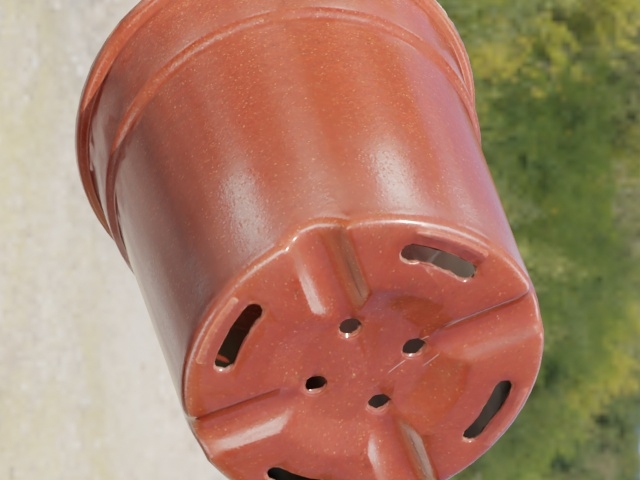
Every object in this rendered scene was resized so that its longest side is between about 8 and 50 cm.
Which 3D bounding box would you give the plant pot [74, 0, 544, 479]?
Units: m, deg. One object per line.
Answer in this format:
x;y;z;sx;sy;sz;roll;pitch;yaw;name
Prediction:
0.000;0.000;0.944;0.265;0.272;0.272;-111;-166;-54;plant pot
